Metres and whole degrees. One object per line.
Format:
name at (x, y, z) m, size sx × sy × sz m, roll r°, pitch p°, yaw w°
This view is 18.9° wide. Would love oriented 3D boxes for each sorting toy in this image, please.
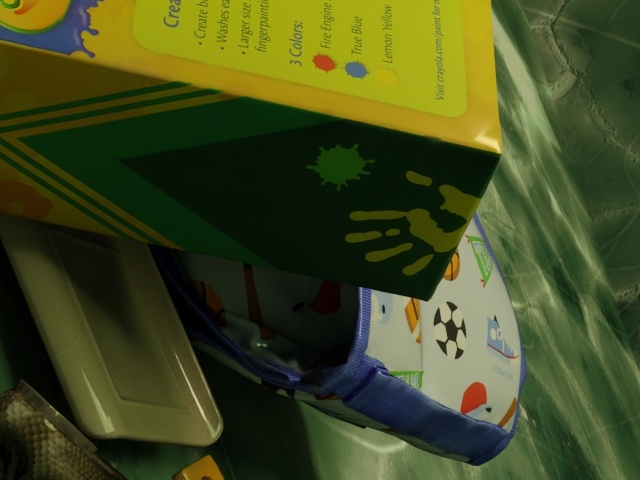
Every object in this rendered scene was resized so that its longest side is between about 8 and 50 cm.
sorting toy at (-0.154, 0.067, 1.351) m, size 0.348 × 0.047 × 0.196 m, roll 65°, pitch 16°, yaw 15°

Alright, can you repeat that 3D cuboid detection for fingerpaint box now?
fingerpaint box at (-0.078, -0.198, 1.363) m, size 0.371 × 0.163 × 0.445 m, roll 12°, pitch 46°, yaw -12°

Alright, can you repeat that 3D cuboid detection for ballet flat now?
ballet flat at (-0.144, 0.177, 1.248) m, size 0.084 × 0.058 × 0.250 m, roll 32°, pitch -15°, yaw 42°

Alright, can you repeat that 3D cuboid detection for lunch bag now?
lunch bag at (0.000, 0.000, 1.596) m, size 0.328 × 0.239 × 0.385 m, roll 29°, pitch 29°, yaw -58°
